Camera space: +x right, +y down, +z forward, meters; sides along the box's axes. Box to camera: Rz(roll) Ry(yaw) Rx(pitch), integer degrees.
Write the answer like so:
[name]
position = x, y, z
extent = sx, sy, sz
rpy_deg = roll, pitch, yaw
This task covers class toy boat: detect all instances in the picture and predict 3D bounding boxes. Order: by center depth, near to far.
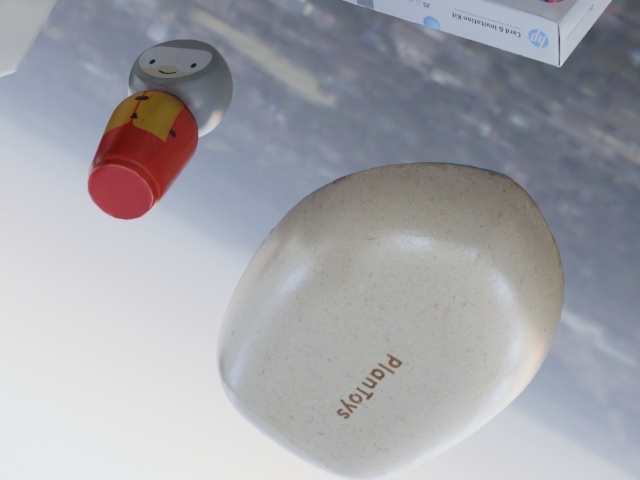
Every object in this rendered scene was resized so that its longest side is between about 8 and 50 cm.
[toy boat]
position = 0.000, 0.000, 1.084
extent = 0.318, 0.267, 0.148
rpy_deg = 37, -141, -12

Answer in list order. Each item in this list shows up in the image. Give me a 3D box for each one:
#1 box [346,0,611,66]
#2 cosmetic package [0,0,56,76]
[box]
position = 0.099, -0.188, 1.061
extent = 0.186, 0.145, 0.038
rpy_deg = 20, 143, 27
[cosmetic package]
position = -0.330, -0.210, 1.410
extent = 0.160, 0.113, 0.309
rpy_deg = 31, -170, -1
